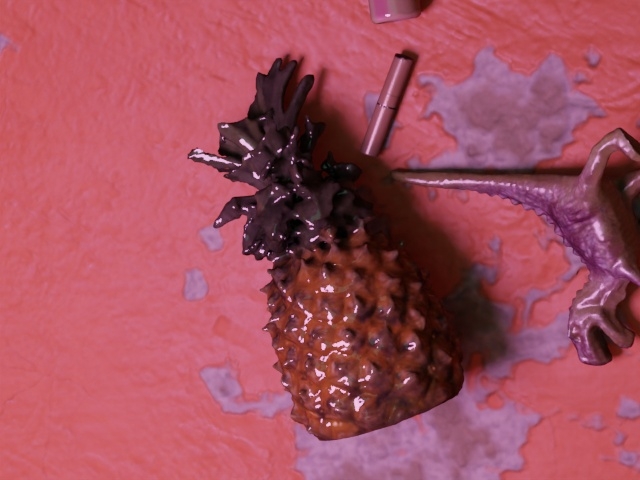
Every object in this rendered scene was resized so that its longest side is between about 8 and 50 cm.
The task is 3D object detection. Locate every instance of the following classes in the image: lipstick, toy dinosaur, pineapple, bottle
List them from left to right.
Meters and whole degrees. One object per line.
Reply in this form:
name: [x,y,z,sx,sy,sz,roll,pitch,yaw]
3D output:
pineapple: [0.000,0.000,1.385,0.169,0.169,0.340,-23,85,20]
lipstick: [0.059,-0.120,1.409,0.019,0.019,0.094,24,106,13]
bottle: [0.058,-0.238,1.377,0.045,0.045,0.096,-9,94,19]
toy dinosaur: [0.205,-0.024,1.355,0.251,0.072,0.200,43,119,-3]
